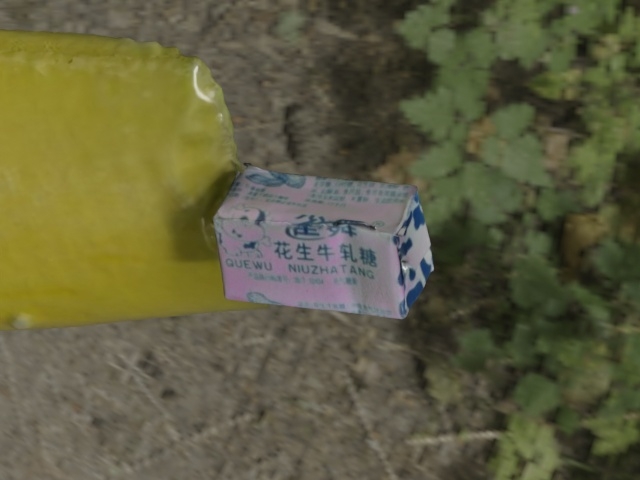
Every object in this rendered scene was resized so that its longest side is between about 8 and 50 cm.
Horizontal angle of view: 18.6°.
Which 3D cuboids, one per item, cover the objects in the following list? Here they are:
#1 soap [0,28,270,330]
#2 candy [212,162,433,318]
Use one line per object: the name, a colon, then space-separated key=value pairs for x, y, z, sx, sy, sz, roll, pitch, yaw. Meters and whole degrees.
soap: x=-0.258 y=-0.046 z=1.646 sx=0.427 sy=0.115 sz=0.306 roll=0 pitch=133 yaw=12
candy: x=0.000 y=0.000 z=1.514 sx=0.073 sy=0.160 sz=0.092 roll=-64 pitch=153 yaw=-46
